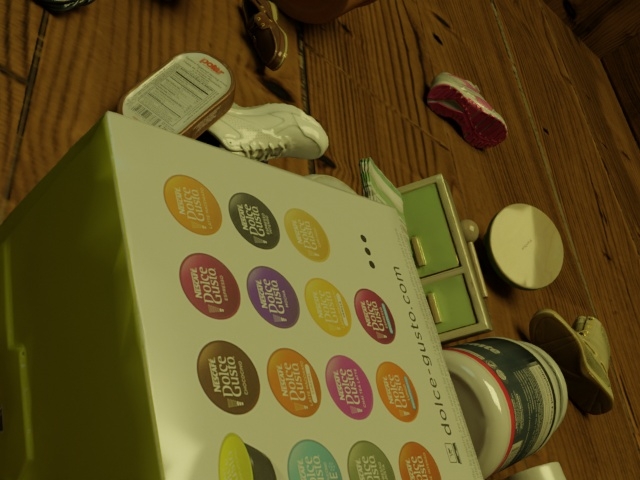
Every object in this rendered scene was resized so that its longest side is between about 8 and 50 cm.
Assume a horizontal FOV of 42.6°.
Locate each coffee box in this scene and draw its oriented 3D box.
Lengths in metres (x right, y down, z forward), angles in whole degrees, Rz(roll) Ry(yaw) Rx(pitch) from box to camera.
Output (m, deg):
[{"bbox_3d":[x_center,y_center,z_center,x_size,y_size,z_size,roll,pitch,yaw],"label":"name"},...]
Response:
[{"bbox_3d":[-0.113,0.159,0.690,0.334,0.338,0.338,16,49,-45],"label":"coffee box"}]

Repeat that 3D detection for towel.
[{"bbox_3d":[0.105,-0.055,1.287,0.113,0.023,0.152,43,24,-30],"label":"towel"}]

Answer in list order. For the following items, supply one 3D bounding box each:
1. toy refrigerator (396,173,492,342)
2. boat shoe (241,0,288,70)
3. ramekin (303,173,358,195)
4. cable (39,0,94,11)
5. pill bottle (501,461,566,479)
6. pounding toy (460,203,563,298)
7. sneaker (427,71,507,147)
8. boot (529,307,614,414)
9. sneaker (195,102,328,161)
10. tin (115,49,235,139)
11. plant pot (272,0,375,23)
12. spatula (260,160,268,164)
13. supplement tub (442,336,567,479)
[{"bbox_3d":[0.199,0.034,1.380,0.094,0.102,0.270,27,47,-71],"label":"toy refrigerator"},{"bbox_3d":[-0.104,-0.367,1.446,0.060,0.064,0.178,19,41,-37],"label":"boat shoe"},{"bbox_3d":[0.000,0.000,1.202,0.207,0.109,0.207,33,38,-31],"label":"ramekin"},{"bbox_3d":[-0.377,-0.390,1.114,0.150,0.047,0.185,3,60,-52],"label":"cable"},{"bbox_3d":[0.359,0.461,1.249,0.121,0.121,0.221,13,52,-48],"label":"pill bottle"},{"bbox_3d":[0.381,0.029,1.714,0.236,0.110,0.183,-10,79,-25],"label":"pounding toy"},{"bbox_3d":[0.359,-0.323,1.978,0.252,0.103,0.111,37,38,-29],"label":"sneaker"},{"bbox_3d":[0.533,0.210,1.730,0.262,0.095,0.203,50,33,-12],"label":"boot"},{"bbox_3d":[-0.104,-0.136,1.164,0.232,0.090,0.115,9,54,-7],"label":"sneaker"},{"bbox_3d":[-0.192,-0.187,1.102,0.106,0.040,0.190,38,58,6],"label":"tin"},{"bbox_3d":[0.010,-0.556,1.589,0.291,0.291,0.203,45,50,-17],"label":"plant pot"},{"bbox_3d":[-0.128,-0.040,1.141,0.084,0.030,0.296,34,38,-25],"label":"spatula"},{"bbox_3d":[0.237,0.245,1.217,0.272,0.191,0.191,0,62,-53],"label":"supplement tub"}]
